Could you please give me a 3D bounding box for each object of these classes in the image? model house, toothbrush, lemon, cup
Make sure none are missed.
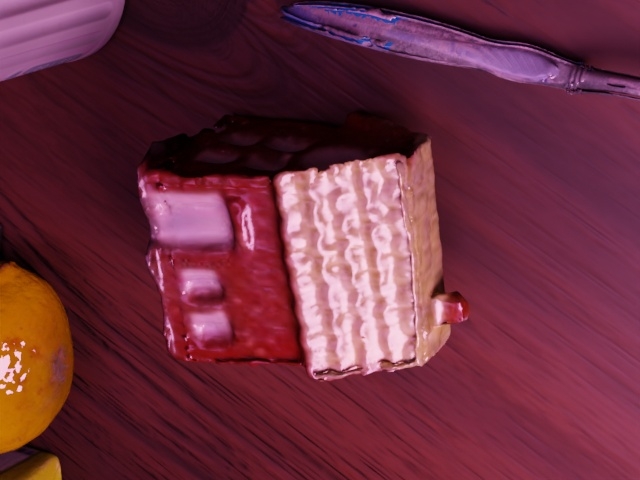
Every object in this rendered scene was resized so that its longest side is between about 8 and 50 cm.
[{"bbox_3d":[0.000,0.000,1.101,0.254,0.160,0.196,4,114,24],"label":"model house"},{"bbox_3d":[0.151,-0.141,1.031,0.413,0.042,0.035,17,82,21],"label":"toothbrush"},{"bbox_3d":[-0.337,0.119,1.324,0.170,0.170,0.207,10,115,23],"label":"lemon"},{"bbox_3d":[-0.303,-0.196,1.140,0.167,0.202,0.221,37,123,11],"label":"cup"}]

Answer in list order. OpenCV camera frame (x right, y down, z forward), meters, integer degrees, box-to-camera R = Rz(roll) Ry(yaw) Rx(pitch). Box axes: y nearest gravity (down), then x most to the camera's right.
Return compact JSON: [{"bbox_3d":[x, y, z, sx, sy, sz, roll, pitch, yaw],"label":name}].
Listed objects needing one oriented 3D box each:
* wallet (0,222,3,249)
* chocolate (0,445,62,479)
[{"bbox_3d":[-0.451,-0.006,1.409,0.244,0.025,0.124,22,121,17],"label":"wallet"},{"bbox_3d":[-0.432,0.349,1.495,0.301,0.137,0.289,11,117,22],"label":"chocolate"}]
